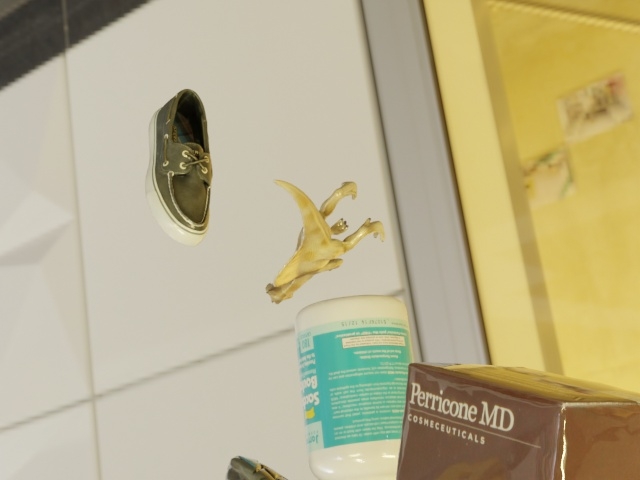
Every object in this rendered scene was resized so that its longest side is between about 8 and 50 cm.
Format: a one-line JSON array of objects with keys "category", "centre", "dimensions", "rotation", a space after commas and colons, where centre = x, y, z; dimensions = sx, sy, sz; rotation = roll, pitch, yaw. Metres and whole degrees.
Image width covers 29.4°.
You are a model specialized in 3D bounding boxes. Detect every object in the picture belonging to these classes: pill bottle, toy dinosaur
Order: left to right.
[{"category": "toy dinosaur", "centre": [0.000, 0.000, 0.922], "dimensions": [0.092, 0.053, 0.183], "rotation": [-35, 161, -24]}, {"category": "pill bottle", "centre": [0.050, 0.209, 1.522], "dimensions": [0.146, 0.264, 0.146], "rotation": [-6, 164, -2]}]

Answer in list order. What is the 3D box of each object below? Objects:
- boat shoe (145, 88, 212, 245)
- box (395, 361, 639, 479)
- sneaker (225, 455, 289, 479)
[{"category": "boat shoe", "centre": [-0.103, -0.059, 0.917], "dimensions": [0.049, 0.142, 0.040], "rotation": [18, 130, -31]}, {"category": "box", "centre": [0.151, 0.296, 0.944], "dimensions": [0.143, 0.381, 0.191], "rotation": [8, 179, -32]}, {"category": "sneaker", "centre": [-0.038, 0.410, 1.526], "dimensions": [0.139, 0.341, 0.125], "rotation": [-48, 142, 5]}]
